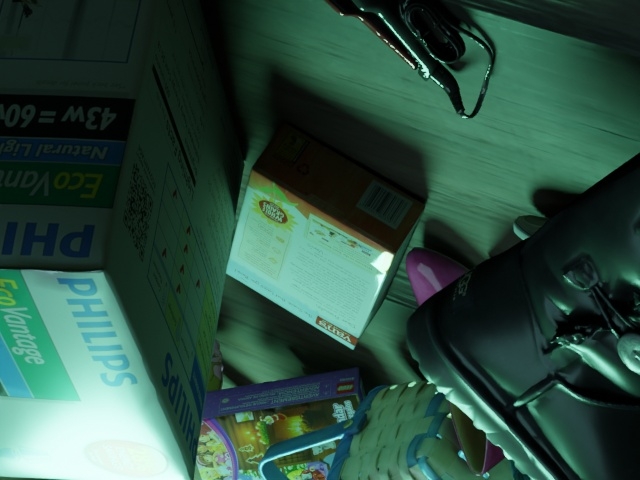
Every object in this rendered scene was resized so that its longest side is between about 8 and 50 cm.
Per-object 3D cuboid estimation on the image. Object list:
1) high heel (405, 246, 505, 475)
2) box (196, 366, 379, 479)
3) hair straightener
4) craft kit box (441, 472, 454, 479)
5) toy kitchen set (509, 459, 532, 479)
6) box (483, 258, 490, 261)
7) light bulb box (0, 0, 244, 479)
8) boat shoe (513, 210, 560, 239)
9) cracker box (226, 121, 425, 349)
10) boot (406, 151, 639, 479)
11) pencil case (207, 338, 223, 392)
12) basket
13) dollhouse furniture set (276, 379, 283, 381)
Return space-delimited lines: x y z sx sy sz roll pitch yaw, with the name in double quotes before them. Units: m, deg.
"high heel" 0.131 0.117 1.768 0.082 0.117 0.244 10 146 39
"box" -0.022 0.291 2.103 0.201 0.057 0.293 -10 120 10
"hair straightener" 0.059 -0.177 1.425 0.230 0.047 0.089 46 151 -25
"craft kit box" 0.200 0.344 2.156 0.247 0.061 0.250 22 152 15
"toy kitchen set" 0.221 0.130 1.652 0.166 0.207 0.122 42 -164 -16
"box" 0.225 0.143 1.772 0.063 0.067 0.324 10 145 37
"light bulb box" -0.220 -0.029 1.577 0.225 0.361 0.358 1 146 10
"boat shoe" 0.211 -0.010 1.567 0.100 0.035 0.035 21 124 30
"cracker box" 0.000 0.000 1.771 0.156 0.067 0.232 31 153 6
"boot" 0.328 0.077 1.380 0.367 0.146 0.445 37 136 -14
"pencil case" -0.281 0.070 2.085 0.160 0.167 0.386 -24 122 35
"basket" 0.097 0.275 1.952 0.255 0.201 0.289 43 141 -14
"dollhouse furniture set" -0.092 0.193 2.187 0.144 0.123 0.151 5 -161 -16
